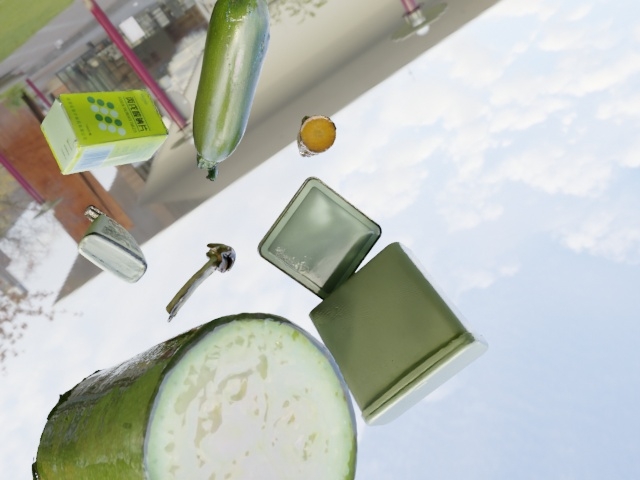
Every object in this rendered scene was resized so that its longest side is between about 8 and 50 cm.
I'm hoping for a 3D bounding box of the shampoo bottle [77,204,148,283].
[{"bbox_3d":[-0.475,-0.005,1.285,0.071,0.153,0.284,-53,-148,-2],"label":"shampoo bottle"}]

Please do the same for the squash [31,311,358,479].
[{"bbox_3d":[-0.167,0.251,0.702,0.384,0.263,0.263,-26,-156,46],"label":"squash"}]

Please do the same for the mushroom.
[{"bbox_3d":[-0.238,0.077,1.109,0.187,0.060,0.061,-46,-123,-12],"label":"mushroom"}]

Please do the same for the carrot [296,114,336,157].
[{"bbox_3d":[-0.018,-0.262,1.507,0.101,0.102,0.263,-37,-174,-3],"label":"carrot"}]

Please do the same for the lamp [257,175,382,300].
[{"bbox_3d":[0.000,0.000,1.593,0.269,0.266,0.047,-54,-169,-1],"label":"lamp"}]

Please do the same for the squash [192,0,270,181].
[{"bbox_3d":[-0.136,-0.202,0.816,0.087,0.087,0.332,-60,178,-43],"label":"squash"}]

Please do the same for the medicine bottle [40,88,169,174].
[{"bbox_3d":[-0.517,-0.265,1.395,0.250,0.137,0.141,-21,170,-48],"label":"medicine bottle"}]

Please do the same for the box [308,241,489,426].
[{"bbox_3d":[0.190,0.242,1.511,0.352,0.177,0.344,-42,-122,13],"label":"box"}]
